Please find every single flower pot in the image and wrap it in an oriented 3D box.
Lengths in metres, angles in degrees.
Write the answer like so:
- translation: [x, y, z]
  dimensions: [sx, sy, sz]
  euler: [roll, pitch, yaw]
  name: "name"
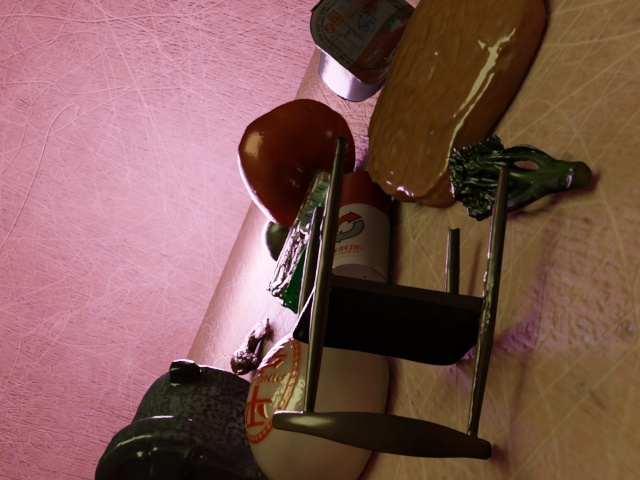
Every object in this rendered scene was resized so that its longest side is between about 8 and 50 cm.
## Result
- translation: [-0.201, 0.369, 1.202]
  dimensions: [0.299, 0.299, 0.282]
  euler: [-61, 6, 31]
  name: "flower pot"

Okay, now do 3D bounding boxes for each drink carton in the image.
- translation: [0.079, -0.384, 1.456]
  dimensions: [0.185, 0.191, 0.189]
  euler: [-50, -5, -8]
  name: "drink carton"

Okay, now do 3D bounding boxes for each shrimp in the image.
- translation: [-0.156, 0.249, 1.682]
  dimensions: [0.150, 0.068, 0.248]
  euler: [-62, 8, 3]
  name: "shrimp"

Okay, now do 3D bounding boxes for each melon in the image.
- translation: [-0.069, -0.007, 1.615]
  dimensions: [0.167, 0.114, 0.114]
  euler: [127, 162, -70]
  name: "melon"

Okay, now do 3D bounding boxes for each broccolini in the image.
- translation: [0.199, -0.057, 0.729]
  dimensions: [0.203, 0.068, 0.091]
  euler: [17, 98, 63]
  name: "broccolini"

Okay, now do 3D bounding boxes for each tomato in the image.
- translation: [-0.050, -0.159, 1.489]
  dimensions: [0.180, 0.260, 0.259]
  euler: [37, 109, 42]
  name: "tomato"

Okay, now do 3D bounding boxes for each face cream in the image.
- translation: [0.056, -0.004, 1.104]
  dimensions: [0.214, 0.096, 0.095]
  euler: [-82, 18, -47]
  name: "face cream"

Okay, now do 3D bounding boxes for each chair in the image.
- translation: [0.064, 0.071, 0.690]
  dimensions: [0.166, 0.188, 0.272]
  euler: [108, 171, -65]
  name: "chair"

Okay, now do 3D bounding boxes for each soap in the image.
- translation: [-0.002, -0.001, 1.351]
  dimensions: [0.218, 0.098, 0.273]
  euler: [-142, 74, -78]
  name: "soap"

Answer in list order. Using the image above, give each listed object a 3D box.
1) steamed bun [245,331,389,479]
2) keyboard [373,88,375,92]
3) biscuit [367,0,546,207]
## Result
- translation: [-0.018, 0.206, 0.946]
  dimensions: [0.232, 0.145, 0.231]
  euler: [-159, 90, -78]
  name: "steamed bun"
- translation: [0.193, -0.307, 1.200]
  dimensions: [0.381, 0.041, 0.103]
  euler: [-37, 32, 56]
  name: "keyboard"
- translation: [0.163, -0.233, 1.037]
  dimensions: [0.364, 0.062, 0.385]
  euler: [-66, 18, 13]
  name: "biscuit"
